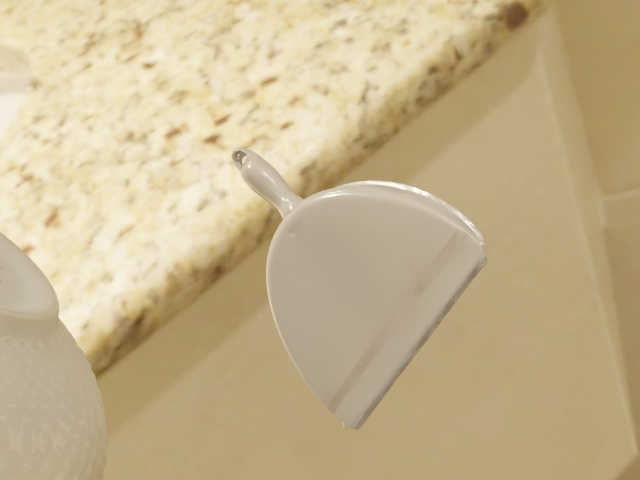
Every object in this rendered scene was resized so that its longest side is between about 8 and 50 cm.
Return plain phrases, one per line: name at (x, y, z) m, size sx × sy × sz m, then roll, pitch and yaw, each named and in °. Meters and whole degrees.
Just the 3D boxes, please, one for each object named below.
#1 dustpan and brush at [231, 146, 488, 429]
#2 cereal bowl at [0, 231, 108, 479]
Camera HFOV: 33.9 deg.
dustpan and brush at (0.000, 0.000, 0.679) m, size 0.211 × 0.060 × 0.147 m, roll 42°, pitch 106°, yaw 23°
cereal bowl at (-0.260, 0.051, 0.610) m, size 0.141 × 0.339 × 0.339 m, roll -54°, pitch 36°, yaw 6°
